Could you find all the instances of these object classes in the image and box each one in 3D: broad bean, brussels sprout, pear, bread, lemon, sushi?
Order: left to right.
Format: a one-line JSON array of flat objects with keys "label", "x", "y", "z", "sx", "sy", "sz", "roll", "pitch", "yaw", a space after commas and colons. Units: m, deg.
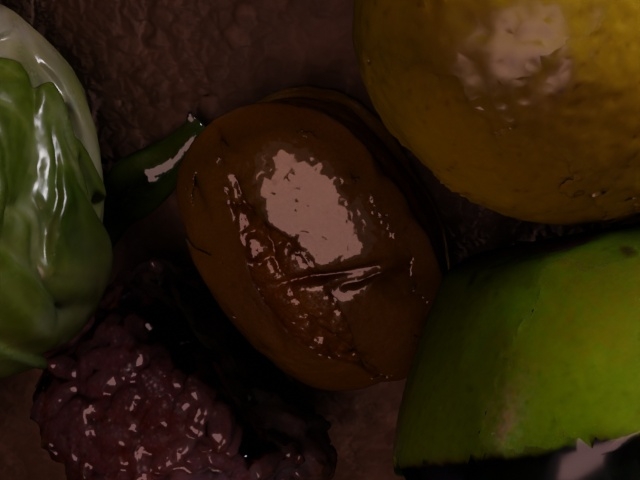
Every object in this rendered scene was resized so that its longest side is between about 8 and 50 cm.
[{"label": "brussels sprout", "x": -0.308, "y": -0.031, "z": 0.911, "sx": 0.247, "sy": 0.328, "sz": 0.328, "roll": -5, "pitch": 115, "yaw": 20}, {"label": "broad bean", "x": -0.202, "y": -0.018, "z": 1.042, "sx": 0.060, "sy": 0.043, "sz": 0.297, "roll": 36, "pitch": 122, "yaw": -17}, {"label": "sushi", "x": -0.113, "y": 0.145, "z": 0.998, "sx": 0.171, "sy": 0.236, "sz": 0.270, "roll": -48, "pitch": 65, "yaw": 19}, {"label": "bread", "x": 0.000, "y": 0.000, "z": 0.935, "sx": 0.195, "sy": 0.142, "sz": 0.269, "roll": -21, "pitch": 107, "yaw": 24}, {"label": "lemon", "x": 0.161, "y": -0.138, "z": 0.754, "sx": 0.310, "sy": 0.253, "sz": 0.253, "roll": 31, "pitch": 124, "yaw": -29}, {"label": "pear", "x": 0.237, "y": 0.069, "z": 0.811, "sx": 0.399, "sy": 0.399, "sz": 0.165, "roll": -10, "pitch": 86, "yaw": 21}]
